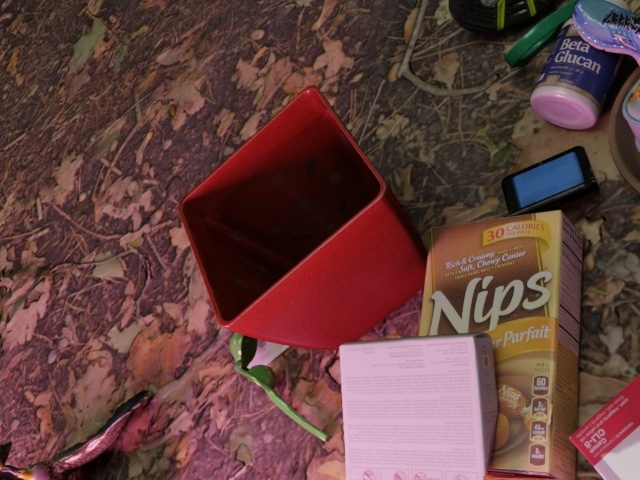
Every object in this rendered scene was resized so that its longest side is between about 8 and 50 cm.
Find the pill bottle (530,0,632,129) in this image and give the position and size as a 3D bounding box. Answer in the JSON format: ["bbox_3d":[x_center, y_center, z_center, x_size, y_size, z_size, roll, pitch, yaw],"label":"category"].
[{"bbox_3d":[0.360,-0.246,1.066,0.094,0.094,0.169,16,76,41],"label":"pill bottle"}]

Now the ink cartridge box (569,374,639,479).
[{"bbox_3d":[0.365,0.234,0.767,0.127,0.128,0.176,-44,47,9],"label":"ink cartridge box"}]

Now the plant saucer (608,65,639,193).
[{"bbox_3d":[0.495,-0.147,0.948,0.277,0.041,0.278,-18,55,28],"label":"plant saucer"}]

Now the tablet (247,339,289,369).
[{"bbox_3d":[-0.087,0.169,1.226,0.083,0.006,0.054,-40,48,12],"label":"tablet"}]

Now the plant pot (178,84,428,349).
[{"bbox_3d":[0.000,0.000,1.093,0.267,0.236,0.267,-40,43,11],"label":"plant pot"}]

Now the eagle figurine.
[{"bbox_3d":[-0.405,0.379,1.255,0.298,0.225,0.226,-8,101,0],"label":"eagle figurine"}]

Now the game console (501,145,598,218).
[{"bbox_3d":[0.295,-0.076,1.038,0.122,0.107,0.071,-25,81,25],"label":"game console"}]

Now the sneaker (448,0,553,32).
[{"bbox_3d":[0.344,-0.479,1.211,0.385,0.145,0.147,-48,16,8],"label":"sneaker"}]

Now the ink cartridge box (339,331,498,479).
[{"bbox_3d":[0.114,0.229,0.912,0.189,0.066,0.232,-10,82,36],"label":"ink cartridge box"}]

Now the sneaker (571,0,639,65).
[{"bbox_3d":[0.394,-0.268,0.980,0.162,0.073,0.063,33,80,18],"label":"sneaker"}]

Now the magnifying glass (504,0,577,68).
[{"bbox_3d":[0.361,-0.332,1.134,0.231,0.092,0.026,-37,83,0],"label":"magnifying glass"}]

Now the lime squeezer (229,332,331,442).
[{"bbox_3d":[-0.076,0.181,1.184,0.110,0.059,0.310,-15,54,-7],"label":"lime squeezer"}]

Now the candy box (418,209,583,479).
[{"bbox_3d":[0.217,0.130,0.964,0.183,0.087,0.316,-8,62,35],"label":"candy box"}]

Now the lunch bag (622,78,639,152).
[{"bbox_3d":[0.499,-0.141,0.841,0.224,0.108,0.279,-48,49,-2],"label":"lunch bag"}]
